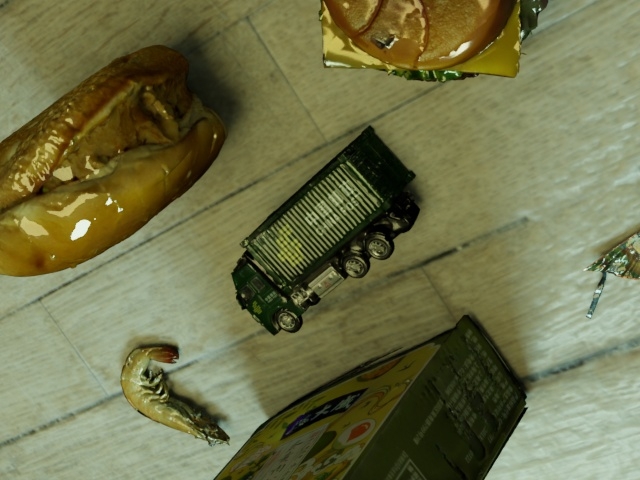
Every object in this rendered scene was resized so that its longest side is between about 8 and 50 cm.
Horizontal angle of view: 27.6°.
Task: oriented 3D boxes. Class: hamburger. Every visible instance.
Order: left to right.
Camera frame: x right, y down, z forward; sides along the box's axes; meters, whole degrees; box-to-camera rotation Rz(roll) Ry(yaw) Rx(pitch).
[{"bbox_3d":[-0.257,-0.078,1.439,0.314,0.290,0.170,-25,100,38],"label":"hamburger"},{"bbox_3d":[0.102,-0.269,1.224,0.243,0.138,0.261,9,122,23],"label":"hamburger"}]

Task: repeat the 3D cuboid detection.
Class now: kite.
[{"bbox_3d":[0.364,0.035,1.340,0.183,0.010,0.160,13,119,18],"label":"kite"}]

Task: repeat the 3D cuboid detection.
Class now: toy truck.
[{"bbox_3d":[0.000,0.000,1.474,0.121,0.088,0.259,46,128,-4],"label":"toy truck"}]

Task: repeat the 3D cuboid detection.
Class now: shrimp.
[{"bbox_3d":[-0.188,0.201,1.732,0.178,0.034,0.124,24,120,21],"label":"shrimp"}]

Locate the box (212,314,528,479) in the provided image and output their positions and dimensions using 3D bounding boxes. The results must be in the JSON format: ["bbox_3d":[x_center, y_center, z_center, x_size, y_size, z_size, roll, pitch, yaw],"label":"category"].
[{"bbox_3d":[-0.006,0.296,1.435,0.373,0.420,0.138,-33,97,38],"label":"box"}]
